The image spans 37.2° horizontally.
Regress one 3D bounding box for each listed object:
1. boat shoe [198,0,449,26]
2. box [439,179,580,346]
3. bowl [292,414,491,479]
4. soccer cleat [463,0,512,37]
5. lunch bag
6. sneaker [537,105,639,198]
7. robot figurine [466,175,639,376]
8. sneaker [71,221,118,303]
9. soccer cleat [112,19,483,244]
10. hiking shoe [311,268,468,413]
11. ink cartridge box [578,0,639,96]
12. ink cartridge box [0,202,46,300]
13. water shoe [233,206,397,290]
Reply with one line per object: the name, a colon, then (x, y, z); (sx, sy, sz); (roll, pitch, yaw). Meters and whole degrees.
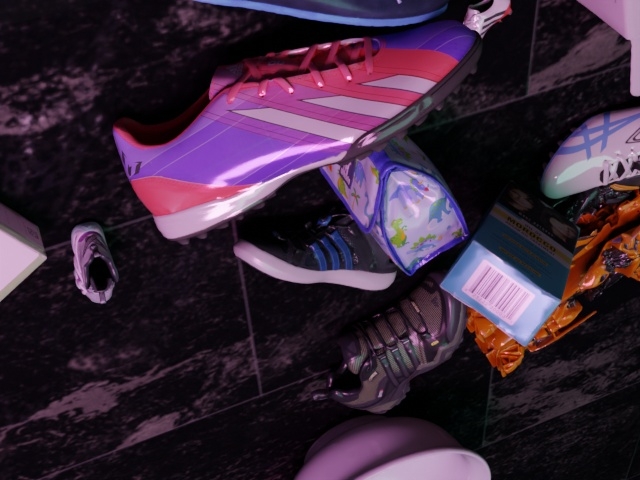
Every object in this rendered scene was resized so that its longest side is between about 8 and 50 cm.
boat shoe: (0.000, -0.222, 0.728); (0.258, 0.109, 0.089); (-5, 128, -30)
box: (0.202, 0.015, 0.976); (0.060, 0.100, 0.244); (-57, 174, 25)
bowl: (0.067, 0.330, 1.270); (0.297, 0.134, 0.298); (-17, 135, -17)
soccer cleat: (0.144, -0.201, 0.891); (0.035, 0.029, 0.083); (33, 106, -36)
lunch bag: (0.061, -0.061, 0.899); (0.096, 0.129, 0.151); (-33, 139, 0)
sneaker: (0.356, -0.104, 1.065); (0.237, 0.086, 0.085); (-24, 139, -7)
robot figurine: (0.309, 0.039, 1.172); (0.291, 0.085, 0.211); (-35, 139, 4)
sneaker: (-0.206, 0.038, 0.878); (0.038, 0.069, 0.098); (-18, 136, -14)
soccer cleat: (-0.022, -0.113, 0.786); (0.318, 0.109, 0.116); (-27, 111, 13)
hiking shoe: (0.083, 0.124, 1.118); (0.114, 0.086, 0.227); (8, 126, -40)
ink cartridge box: (0.307, -0.319, 0.804); (0.207, 0.119, 0.353); (-28, 137, -5)
ink cartridge box: (-0.366, 0.003, 0.761); (0.171, 0.056, 0.235); (-40, 135, 9)
water shoe: (0.000, 0.000, 0.979); (0.203, 0.073, 0.080); (9, 103, -41)
